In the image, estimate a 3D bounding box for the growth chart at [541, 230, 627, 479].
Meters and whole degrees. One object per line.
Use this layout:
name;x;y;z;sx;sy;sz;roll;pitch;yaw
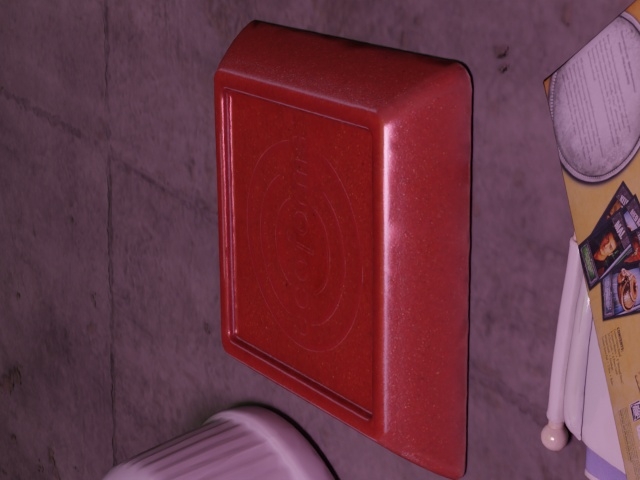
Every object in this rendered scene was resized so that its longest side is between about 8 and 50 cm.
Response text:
growth chart;0.183;0.102;0.710;0.237;0.021;0.172;40;132;47

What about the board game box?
board game box;0.176;0.002;0.620;0.165;0.042;0.243;-43;49;55

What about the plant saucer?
plant saucer;0.000;0.000;0.958;0.259;0.047;0.258;23;118;55

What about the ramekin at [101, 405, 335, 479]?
ramekin;-0.078;0.266;1.087;0.273;0.127;0.273;23;118;54
